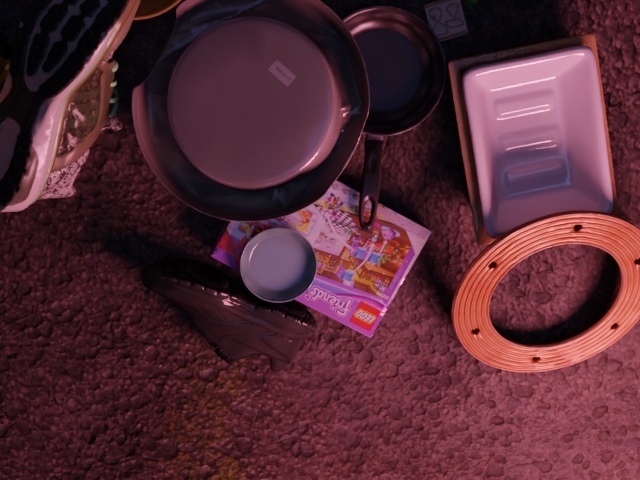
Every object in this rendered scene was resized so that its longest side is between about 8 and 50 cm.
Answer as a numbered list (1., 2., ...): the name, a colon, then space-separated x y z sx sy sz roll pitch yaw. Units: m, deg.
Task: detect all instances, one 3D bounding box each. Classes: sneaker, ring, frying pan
1. sneaker: -0.356 -0.219 1.526 0.158 0.182 0.410 44 111 25
2. ring: 0.370 0.082 1.659 0.337 0.032 0.336 -6 130 -8
3. sneaker: -0.155 0.124 1.652 0.286 0.109 0.130 24 106 -8
4. frying pan: 0.111 -0.198 1.610 0.197 0.053 0.326 -16 98 -2

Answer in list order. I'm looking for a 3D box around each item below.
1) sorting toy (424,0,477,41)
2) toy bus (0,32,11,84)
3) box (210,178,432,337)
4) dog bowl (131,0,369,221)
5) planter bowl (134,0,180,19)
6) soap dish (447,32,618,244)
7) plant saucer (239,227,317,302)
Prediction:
1. sorting toy: 0.207 -0.346 1.617 0.083 0.012 0.062 -16 99 2
2. toy bus: -0.561 -0.287 1.465 0.149 0.211 0.220 -34 102 5
3. box: 0.000 0.000 1.656 0.293 0.057 0.201 28 98 -10
4. dog bowl: -0.096 -0.200 1.540 0.349 0.102 0.348 0 92 6
5. planter bowl: -0.273 -0.434 1.509 0.217 0.090 0.217 0 111 -1
6. soap dish: 0.326 -0.157 1.617 0.229 0.118 0.290 -12 103 -2
7. plant saucer: -0.065 0.036 1.617 0.119 0.021 0.119 -1 104 -4
